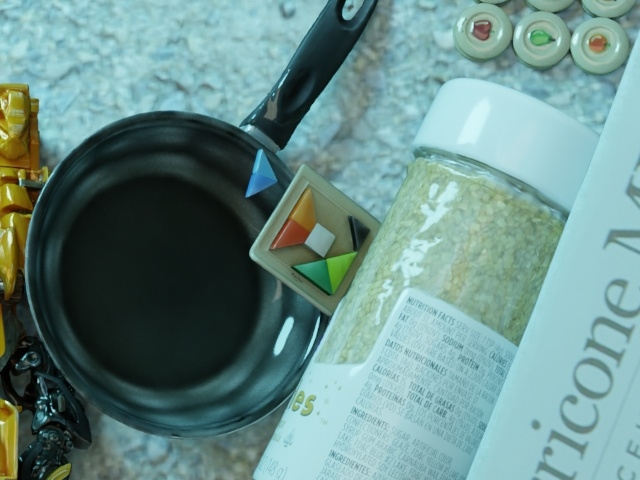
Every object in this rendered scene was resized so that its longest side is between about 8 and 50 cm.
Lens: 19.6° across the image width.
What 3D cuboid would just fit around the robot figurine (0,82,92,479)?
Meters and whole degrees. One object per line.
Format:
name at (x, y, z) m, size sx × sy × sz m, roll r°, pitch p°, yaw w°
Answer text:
robot figurine at (-0.238, 0.045, 1.093) m, size 0.211 × 0.085 × 0.291 m, roll 3°, pitch 66°, yaw -19°

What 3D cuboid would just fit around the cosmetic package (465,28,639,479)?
cosmetic package at (0.331, 0.086, 0.857) m, size 0.393 × 0.327 × 0.329 m, roll 27°, pitch 107°, yaw 28°

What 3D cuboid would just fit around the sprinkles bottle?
sprinkles bottle at (0.050, 0.085, 1.079) m, size 0.121 × 0.121 × 0.355 m, roll 25°, pitch 82°, yaw 9°

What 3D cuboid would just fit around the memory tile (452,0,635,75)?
memory tile at (0.149, -0.180, 1.177) m, size 0.113 × 0.012 × 0.148 m, roll 9°, pitch 80°, yaw 7°

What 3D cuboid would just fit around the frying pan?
frying pan at (-0.076, -0.041, 1.125) m, size 0.197 × 0.053 × 0.326 m, roll 15°, pitch 73°, yaw -24°

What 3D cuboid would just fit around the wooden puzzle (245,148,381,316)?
wooden puzzle at (0.000, 0.000, 1.127) m, size 0.116 × 0.014 × 0.078 m, roll 30°, pitch 70°, yaw -23°
